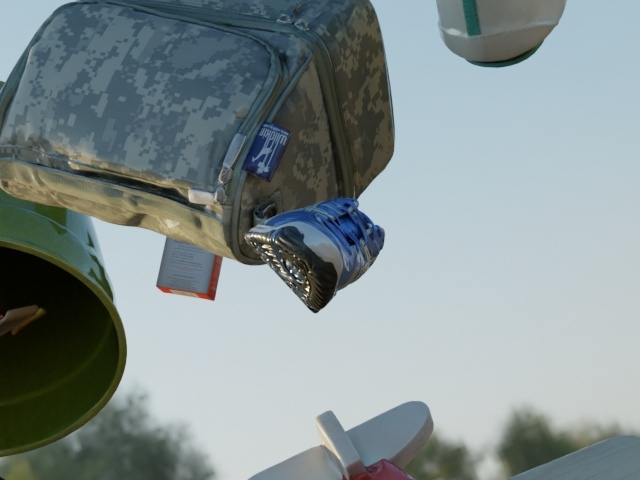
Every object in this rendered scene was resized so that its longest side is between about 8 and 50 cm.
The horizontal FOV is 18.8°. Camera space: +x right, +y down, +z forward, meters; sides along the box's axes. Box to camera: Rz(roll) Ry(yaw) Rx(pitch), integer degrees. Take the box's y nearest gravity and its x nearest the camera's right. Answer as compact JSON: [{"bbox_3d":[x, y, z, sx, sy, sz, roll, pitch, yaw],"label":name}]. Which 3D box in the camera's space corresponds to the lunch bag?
[{"bbox_3d":[-0.113,-0.103,1.694,0.305,0.212,0.256,15,43,29],"label":"lunch bag"}]

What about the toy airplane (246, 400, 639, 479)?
[{"bbox_3d":[0.083,0.307,1.682,0.386,0.272,0.384,-11,21,34],"label":"toy airplane"}]

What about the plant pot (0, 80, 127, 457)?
[{"bbox_3d":[-0.412,0.005,2.247,0.367,0.353,0.366,-4,-46,-4],"label":"plant pot"}]

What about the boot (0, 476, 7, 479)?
[{"bbox_3d":[-0.221,0.181,1.332,0.106,0.219,0.082,-9,34,36],"label":"boot"}]

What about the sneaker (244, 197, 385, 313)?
[{"bbox_3d":[0.000,0.000,1.401,0.081,0.080,0.211,-43,0,-2],"label":"sneaker"}]

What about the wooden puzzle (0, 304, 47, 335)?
[{"bbox_3d":[-0.346,0.093,2.085,0.078,0.014,0.116,-36,-8,13],"label":"wooden puzzle"}]

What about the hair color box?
[{"bbox_3d":[-0.156,0.000,2.423,0.072,0.141,0.043,9,-11,12],"label":"hair color box"}]

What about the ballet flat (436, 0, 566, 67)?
[{"bbox_3d":[0.174,-0.319,1.593,0.139,0.400,0.139,13,-37,10],"label":"ballet flat"}]
